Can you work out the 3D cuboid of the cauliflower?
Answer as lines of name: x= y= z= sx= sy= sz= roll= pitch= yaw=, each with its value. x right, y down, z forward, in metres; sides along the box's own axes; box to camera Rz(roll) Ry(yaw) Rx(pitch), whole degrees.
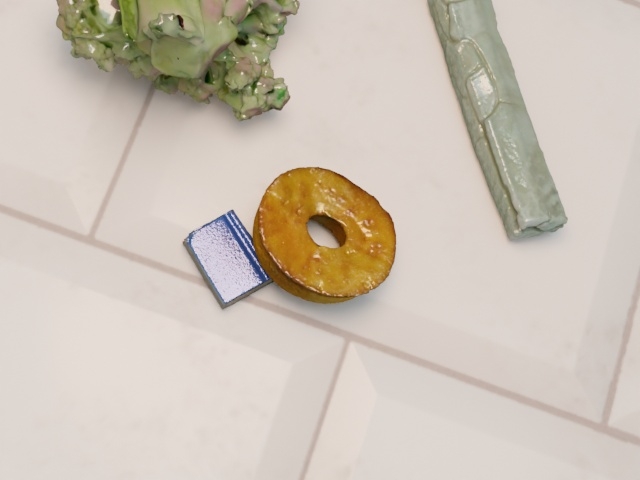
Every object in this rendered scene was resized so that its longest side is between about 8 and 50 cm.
cauliflower: x=-0.133 y=-0.224 z=1.142 sx=0.256 sy=0.239 sz=0.315 roll=6 pitch=29 yaw=-5

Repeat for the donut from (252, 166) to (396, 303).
donut: x=0.000 y=0.000 z=1.190 sx=0.151 sy=0.058 sz=0.152 roll=9 pitch=63 yaw=-19

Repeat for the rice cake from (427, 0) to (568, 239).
rice cake: x=0.186 y=-0.163 z=1.279 sx=0.066 sy=0.063 sz=0.336 roll=-12 pitch=75 yaw=-21

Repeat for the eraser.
eraser: x=-0.094 y=0.019 z=1.197 sx=0.063 sy=0.027 sz=0.085 roll=-30 pitch=80 yaw=-15
